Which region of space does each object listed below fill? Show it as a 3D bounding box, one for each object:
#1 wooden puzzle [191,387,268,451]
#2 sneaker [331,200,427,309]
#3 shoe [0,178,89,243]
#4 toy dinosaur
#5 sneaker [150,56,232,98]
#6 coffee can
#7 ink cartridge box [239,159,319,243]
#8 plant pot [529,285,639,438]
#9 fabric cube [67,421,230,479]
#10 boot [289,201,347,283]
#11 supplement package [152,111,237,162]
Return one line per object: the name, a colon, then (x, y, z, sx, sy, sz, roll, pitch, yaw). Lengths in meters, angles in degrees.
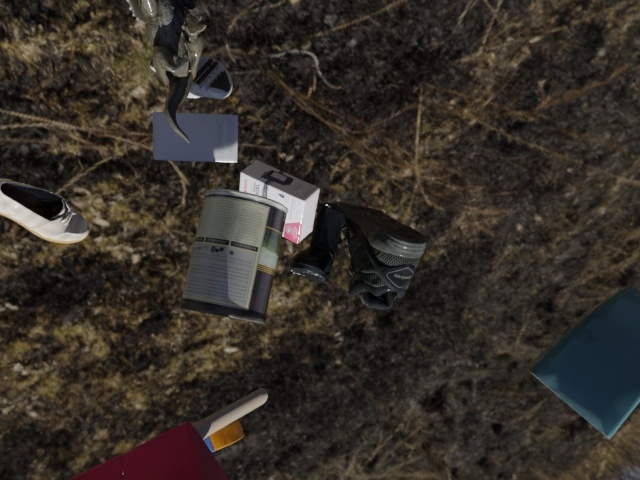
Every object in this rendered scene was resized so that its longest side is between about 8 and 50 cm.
wooden puzzle: (-0.309, 0.457, 1.278, 0.348, 0.080, 0.322, -31, 170, 23)
sneaker: (0.064, 0.018, 0.859, 0.087, 0.227, 0.130, 8, 107, -28)
shoe: (-0.505, -0.052, 1.061, 0.058, 0.076, 0.219, -16, 153, 27)
toy dinosaur: (-0.221, -0.305, 0.882, 0.121, 0.313, 0.160, -24, -174, -14)
sneaker: (-0.349, -0.452, 1.650, 0.110, 0.292, 0.118, -49, 147, -20)
coffee can: (-0.199, 0.040, 1.356, 0.201, 0.202, 0.275, 27, 72, -60)
ink cartridge box: (-0.136, -0.123, 1.839, 0.100, 0.237, 0.172, -44, 153, -46)
plant pot: (0.527, 0.204, 1.070, 0.234, 0.165, 0.166, -51, 160, 7)
fabric cube: (-0.256, 0.511, 0.937, 0.259, 0.258, 0.254, -25, 123, -7)
boot: (0.000, 0.000, 0.740, 0.121, 0.045, 0.099, 39, 65, -74)
supplement package: (-0.273, -0.228, 1.295, 0.179, 0.105, 0.105, 0, 99, -8)
